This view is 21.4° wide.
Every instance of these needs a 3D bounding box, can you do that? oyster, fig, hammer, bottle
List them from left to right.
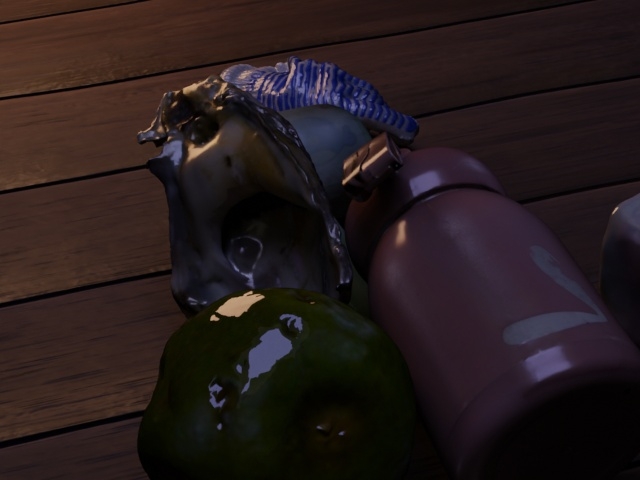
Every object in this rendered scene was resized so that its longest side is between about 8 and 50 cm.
[{"bbox_3d":[-0.060,0.125,1.311,0.206,0.206,0.275,-19,15,-25],"label":"fig"},{"bbox_3d":[-0.053,-0.004,1.454,0.275,0.271,0.100,11,-5,37],"label":"oyster"},{"bbox_3d":[0.000,0.000,1.553,0.206,0.119,0.335,-17,42,-20],"label":"hammer"},{"bbox_3d":[0.122,0.049,1.329,0.173,0.206,0.297,-37,48,12],"label":"bottle"}]

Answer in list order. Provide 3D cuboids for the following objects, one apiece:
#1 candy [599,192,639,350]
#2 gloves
[{"bbox_3d":[0.437,0.006,1.486,0.359,0.145,0.208,-26,42,-32],"label":"candy"},{"bbox_3d":[-0.007,-0.134,1.775,0.229,0.097,0.119,11,65,10],"label":"gloves"}]
